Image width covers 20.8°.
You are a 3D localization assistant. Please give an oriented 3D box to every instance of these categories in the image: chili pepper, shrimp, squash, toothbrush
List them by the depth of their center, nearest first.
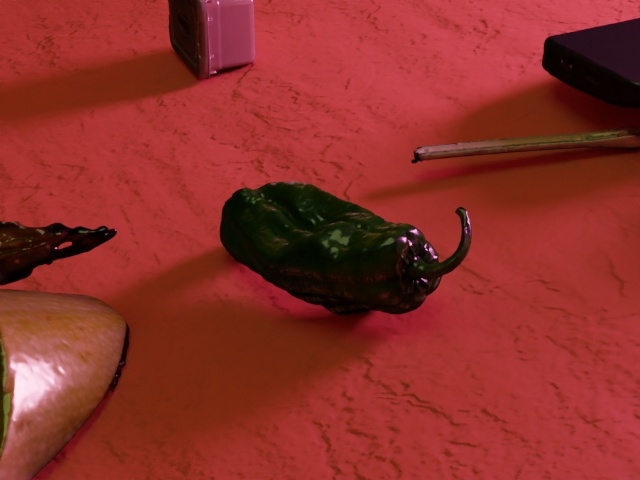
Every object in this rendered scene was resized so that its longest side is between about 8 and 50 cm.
[{"bbox_3d":[-0.231,0.110,1.232,0.237,0.155,0.204,16,75,39],"label":"squash"},{"bbox_3d":[0.004,0.003,1.272,0.100,0.074,0.257,-29,31,-28],"label":"chili pepper"},{"bbox_3d":[-0.272,0.007,1.332,0.262,0.066,0.117,-17,16,14],"label":"shrimp"},{"bbox_3d":[0.218,-0.083,1.394,0.294,0.028,0.026,-9,23,9],"label":"toothbrush"}]

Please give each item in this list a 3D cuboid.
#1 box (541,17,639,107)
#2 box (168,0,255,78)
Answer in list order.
[{"bbox_3d":[0.301,-0.154,1.458,0.201,0.042,0.212,-11,21,-17],"label":"box"},{"bbox_3d":[-0.108,-0.219,1.727,0.062,0.089,0.122,-10,26,-17],"label":"box"}]
